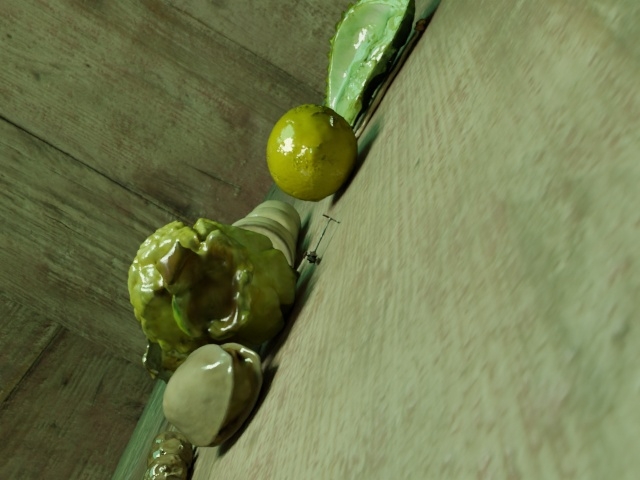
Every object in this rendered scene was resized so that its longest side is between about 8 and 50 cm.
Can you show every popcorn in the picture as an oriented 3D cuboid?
[{"bbox_3d":[-0.180,0.075,1.371,0.257,0.270,0.224,-11,63,38],"label":"popcorn"}]

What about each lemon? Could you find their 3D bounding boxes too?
[{"bbox_3d":[-0.017,-0.162,1.564,0.174,0.173,0.206,-64,0,-20],"label":"lemon"}]

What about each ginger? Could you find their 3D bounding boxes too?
[{"bbox_3d":[-0.276,0.405,1.517,0.204,0.080,0.104,-100,34,-75],"label":"ginger"}]

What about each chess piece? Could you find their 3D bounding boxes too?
[{"bbox_3d":[-0.113,0.005,1.720,0.167,0.167,0.300,-58,2,18],"label":"chess piece"}]

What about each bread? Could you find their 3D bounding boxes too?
[{"bbox_3d":[-0.239,0.163,1.725,0.252,0.238,0.196,-109,11,-73],"label":"bread"}]

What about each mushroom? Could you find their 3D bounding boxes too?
[{"bbox_3d":[0.138,-0.325,1.714,0.026,0.028,0.286,45,113,38],"label":"mushroom"}]

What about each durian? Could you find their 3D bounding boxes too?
[{"bbox_3d":[0.109,-0.359,1.773,0.198,0.163,0.394,51,121,49],"label":"durian"}]

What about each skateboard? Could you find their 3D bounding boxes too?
[{"bbox_3d":[0.000,0.000,1.404,0.064,0.032,0.083,94,-158,-84],"label":"skateboard"}]

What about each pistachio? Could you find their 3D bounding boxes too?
[{"bbox_3d":[-0.162,0.231,1.279,0.223,0.126,0.152,-47,49,42],"label":"pistachio"}]

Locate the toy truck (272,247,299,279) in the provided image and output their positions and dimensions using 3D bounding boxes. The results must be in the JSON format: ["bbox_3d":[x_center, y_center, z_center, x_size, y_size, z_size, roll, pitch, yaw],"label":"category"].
[{"bbox_3d":[-0.079,0.055,1.513,0.054,0.083,0.049,-45,9,5],"label":"toy truck"}]

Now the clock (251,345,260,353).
[{"bbox_3d":[-0.170,0.226,1.513,0.147,0.071,0.192,-56,9,30],"label":"clock"}]
